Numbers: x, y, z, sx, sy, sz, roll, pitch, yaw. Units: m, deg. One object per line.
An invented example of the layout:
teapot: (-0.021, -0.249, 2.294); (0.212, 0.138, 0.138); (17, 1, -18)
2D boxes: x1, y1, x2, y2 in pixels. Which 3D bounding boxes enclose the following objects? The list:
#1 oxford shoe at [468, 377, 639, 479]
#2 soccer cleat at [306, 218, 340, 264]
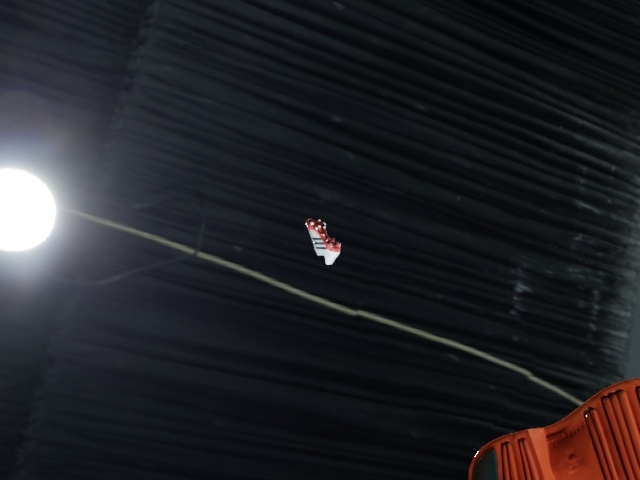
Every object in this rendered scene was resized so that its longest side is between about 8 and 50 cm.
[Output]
oxford shoe: (0.242, 0.165, 0.561); (0.271, 0.098, 0.097); (-31, 55, 46)
soccer cleat: (0.000, 0.000, 0.991); (0.083, 0.029, 0.035); (49, 127, 45)
